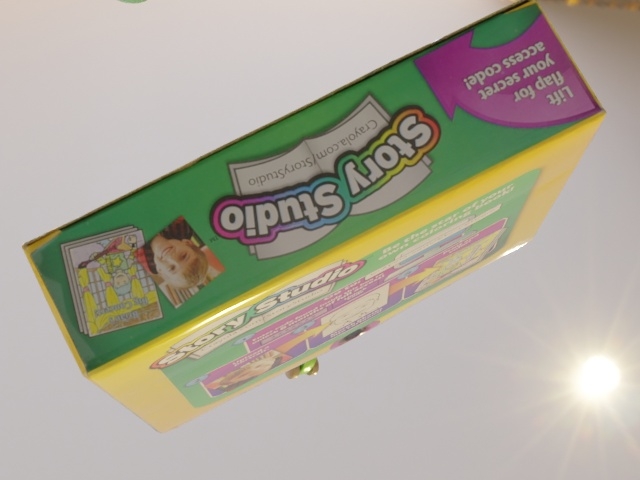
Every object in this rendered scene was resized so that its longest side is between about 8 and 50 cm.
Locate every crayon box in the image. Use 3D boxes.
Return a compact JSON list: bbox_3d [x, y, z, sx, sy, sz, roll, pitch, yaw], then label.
[{"bbox_3d":[0.000,0.000,0.921,0.363,0.313,0.106,-27,-104,-6],"label":"crayon box"}]

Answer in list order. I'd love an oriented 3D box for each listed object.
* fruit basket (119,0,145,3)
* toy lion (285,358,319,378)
[{"bbox_3d":[-0.131,-0.375,0.809,0.283,0.392,0.392,37,-126,7],"label":"fruit basket"},{"bbox_3d":[-0.027,0.079,1.309,0.034,0.096,0.100,-6,-136,-29],"label":"toy lion"}]
